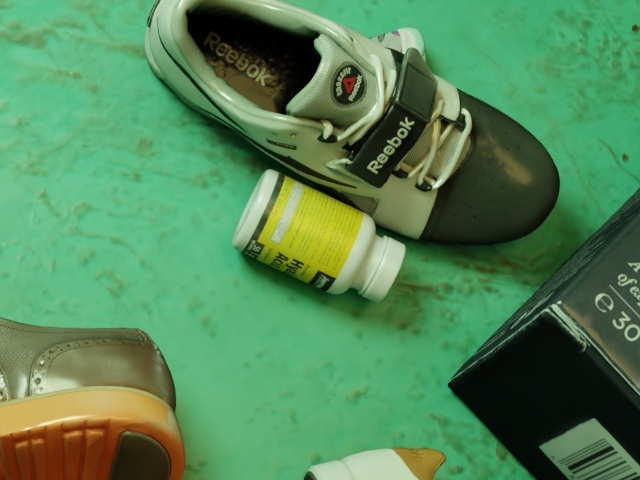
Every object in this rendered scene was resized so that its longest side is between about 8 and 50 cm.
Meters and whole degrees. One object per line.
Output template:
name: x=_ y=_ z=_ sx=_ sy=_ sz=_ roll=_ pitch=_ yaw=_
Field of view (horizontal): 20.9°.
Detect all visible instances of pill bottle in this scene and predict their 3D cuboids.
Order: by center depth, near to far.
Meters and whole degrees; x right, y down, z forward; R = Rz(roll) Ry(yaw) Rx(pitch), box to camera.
pill bottle: x=0.000 y=0.000 z=1.260 sx=0.116 sy=0.065 sz=0.065 roll=25 pitch=67 yaw=-7

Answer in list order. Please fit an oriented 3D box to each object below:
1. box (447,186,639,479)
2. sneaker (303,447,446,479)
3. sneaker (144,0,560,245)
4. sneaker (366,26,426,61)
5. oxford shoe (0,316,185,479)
box: x=0.347 y=0.060 z=1.264 sx=0.293 sy=0.212 sz=0.395 roll=46 pitch=65 yaw=3
sneaker: x=0.090 y=0.274 z=1.171 sx=0.123 sy=0.106 sz=0.290 roll=-14 pitch=75 yaw=-18
sneaker: x=0.024 y=-0.086 z=1.240 sx=0.330 sy=0.146 sz=0.122 roll=23 pitch=89 yaw=-5
sneaker: x=0.053 y=-0.114 z=1.333 sx=0.069 sy=0.038 sz=0.098 roll=-10 pitch=68 yaw=-16
oxford shoe: x=-0.274 y=0.119 z=1.131 sx=0.363 sy=0.130 sz=0.133 roll=0 pitch=39 yaw=-10
